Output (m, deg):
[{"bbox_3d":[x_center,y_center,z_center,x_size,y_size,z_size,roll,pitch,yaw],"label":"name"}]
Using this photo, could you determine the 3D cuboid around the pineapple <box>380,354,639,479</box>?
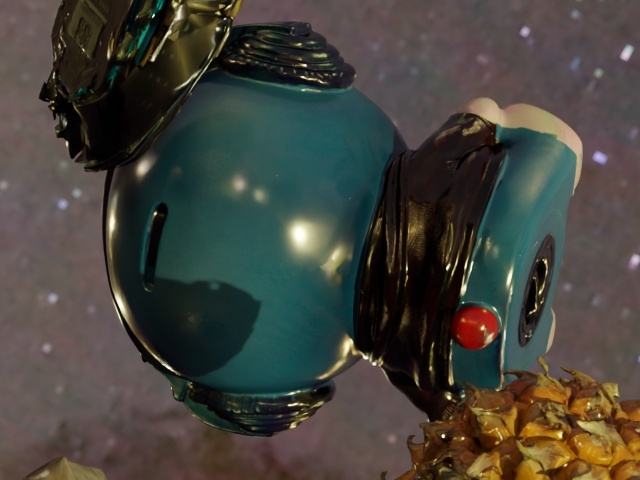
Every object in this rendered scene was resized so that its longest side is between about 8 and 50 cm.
[{"bbox_3d":[0.081,0.142,0.860,0.137,0.176,0.161,8,-41,-30],"label":"pineapple"}]

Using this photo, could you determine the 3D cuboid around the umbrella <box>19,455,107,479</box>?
[{"bbox_3d":[-0.305,0.281,1.487,0.337,0.067,0.073,-34,-49,22],"label":"umbrella"}]

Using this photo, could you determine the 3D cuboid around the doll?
[{"bbox_3d":[0.000,0.000,1.232,0.310,0.284,0.240,14,13,17],"label":"doll"}]

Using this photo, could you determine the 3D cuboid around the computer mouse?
[{"bbox_3d":[-0.099,-0.150,1.098,0.077,0.241,0.146,13,21,-31],"label":"computer mouse"}]
